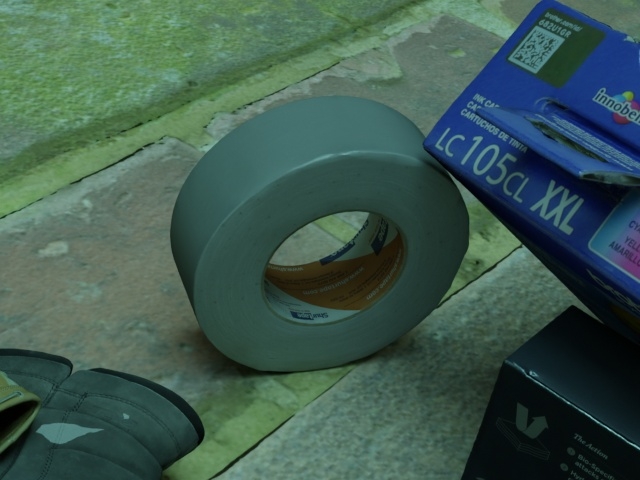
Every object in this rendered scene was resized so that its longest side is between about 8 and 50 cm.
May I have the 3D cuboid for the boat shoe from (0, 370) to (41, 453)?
[{"bbox_3d":[-0.215,0.127,0.674,0.072,0.068,0.190,16,31,8],"label":"boat shoe"}]

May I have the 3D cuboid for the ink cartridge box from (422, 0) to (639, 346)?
[{"bbox_3d":[0.255,-0.003,0.851,0.395,0.151,0.270,40,1,-45],"label":"ink cartridge box"}]

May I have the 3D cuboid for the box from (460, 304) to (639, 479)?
[{"bbox_3d":[0.189,0.157,0.821,0.156,0.158,0.093,34,42,25],"label":"box"}]

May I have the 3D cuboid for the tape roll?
[{"bbox_3d":[0.000,0.000,0.925,0.219,0.219,0.072,-4,41,-20],"label":"tape roll"}]

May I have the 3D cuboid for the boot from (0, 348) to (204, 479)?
[{"bbox_3d":[-0.125,0.174,0.744,0.338,0.118,0.222,22,36,15],"label":"boot"}]
